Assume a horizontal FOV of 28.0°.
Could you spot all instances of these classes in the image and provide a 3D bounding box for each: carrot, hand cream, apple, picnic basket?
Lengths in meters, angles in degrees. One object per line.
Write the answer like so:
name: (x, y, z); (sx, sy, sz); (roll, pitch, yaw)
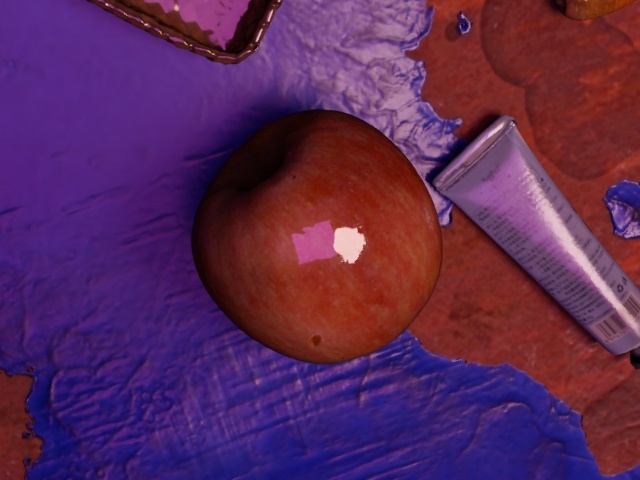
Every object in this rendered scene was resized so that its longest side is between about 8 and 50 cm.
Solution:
carrot: (0.284, -0.229, 1.061); (0.191, 0.047, 0.047); (-20, 106, -5)
hand cream: (0.209, 0.010, 1.103); (0.088, 0.055, 0.256); (-42, 104, 10)
apple: (0.000, 0.000, 0.998); (0.188, 0.188, 0.174); (-36, 116, 1)
picnic basket: (-0.123, -0.217, 0.991); (0.193, 0.055, 0.110); (27, 97, -14)
